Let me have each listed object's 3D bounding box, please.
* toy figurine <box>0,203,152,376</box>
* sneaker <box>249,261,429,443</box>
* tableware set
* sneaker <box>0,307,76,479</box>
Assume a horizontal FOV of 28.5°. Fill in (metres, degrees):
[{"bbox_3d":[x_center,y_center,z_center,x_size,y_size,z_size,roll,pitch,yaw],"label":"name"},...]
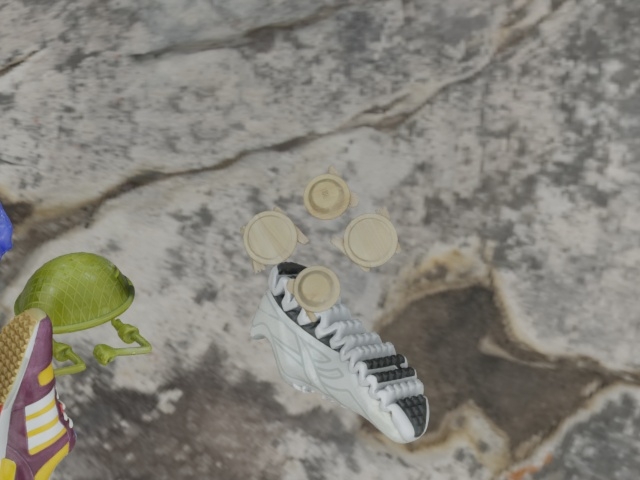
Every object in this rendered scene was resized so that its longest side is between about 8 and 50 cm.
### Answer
[{"bbox_3d":[-0.358,0.024,1.215,0.363,0.191,0.217,-14,117,-18],"label":"toy figurine"},{"bbox_3d":[0.021,0.156,1.571,0.110,0.292,0.118,8,122,-53],"label":"sneaker"},{"bbox_3d":[0.000,0.000,1.463,0.169,0.020,0.141,-38,78,-1],"label":"tableware set"},{"bbox_3d":[-0.259,0.151,1.143,0.084,0.069,0.185,11,101,-34],"label":"sneaker"}]
